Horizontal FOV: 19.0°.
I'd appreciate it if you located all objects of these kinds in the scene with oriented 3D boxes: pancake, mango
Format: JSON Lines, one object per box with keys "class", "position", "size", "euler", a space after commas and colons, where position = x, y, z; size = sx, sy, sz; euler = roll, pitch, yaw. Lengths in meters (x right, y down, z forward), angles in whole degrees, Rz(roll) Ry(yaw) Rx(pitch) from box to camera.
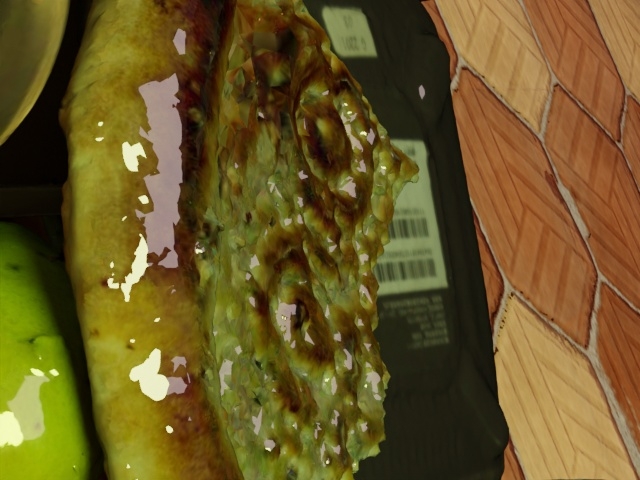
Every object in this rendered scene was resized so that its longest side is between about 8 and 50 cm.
{"class": "pancake", "position": [-0.026, 0.013, 0.934], "size": [0.305, 0.067, 0.427], "euler": [45, 42, -45]}
{"class": "mango", "position": [-0.147, 0.058, 0.880], "size": [0.119, 0.100, 0.178], "euler": [44, 25, -33]}

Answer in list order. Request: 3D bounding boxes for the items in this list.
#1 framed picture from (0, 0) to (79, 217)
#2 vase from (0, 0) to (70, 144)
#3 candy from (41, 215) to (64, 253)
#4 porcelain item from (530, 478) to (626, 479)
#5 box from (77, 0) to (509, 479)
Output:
{"class": "framed picture", "position": [-0.183, -0.155, 0.983], "size": [0.231, 0.018, 0.293], "euler": [-3, 88, -54]}
{"class": "vase", "position": [-0.219, -0.168, 0.719], "size": [0.329, 0.302, 0.241], "euler": [59, 24, -12]}
{"class": "candy", "position": [-0.191, -0.142, 1.036], "size": [0.097, 0.097, 0.323], "euler": [-29, 99, -65]}
{"class": "porcelain item", "position": [0.150, 0.341, 1.008], "size": [0.242, 0.178, 0.405], "euler": [-47, 123, -65]}
{"class": "box", "position": [0.000, 0.000, 1.140], "size": [0.359, 0.091, 0.350], "euler": [-2, 82, -61]}
